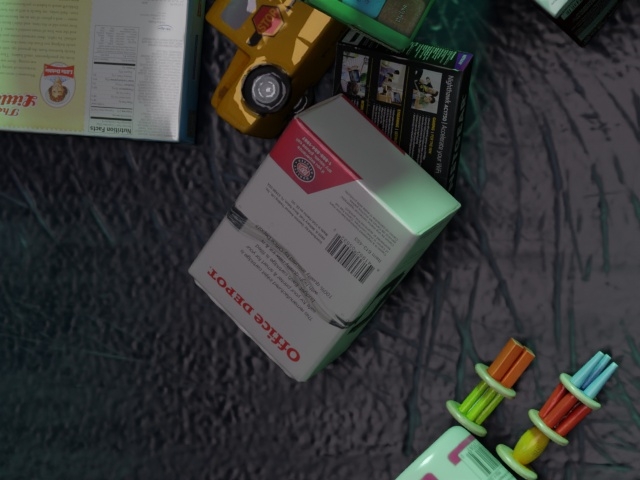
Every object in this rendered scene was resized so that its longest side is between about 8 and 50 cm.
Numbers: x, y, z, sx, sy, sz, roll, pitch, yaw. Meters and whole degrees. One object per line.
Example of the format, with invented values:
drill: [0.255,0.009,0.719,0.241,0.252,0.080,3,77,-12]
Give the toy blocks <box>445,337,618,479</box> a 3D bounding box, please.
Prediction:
toy blocks: [0.219,0.151,1.742,0.123,0.054,0.148,41,100,10]

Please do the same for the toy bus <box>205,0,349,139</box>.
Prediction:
toy bus: [-0.005,-0.267,1.768,0.130,0.108,0.333,39,100,11]

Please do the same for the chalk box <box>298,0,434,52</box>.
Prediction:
chalk box: [0.018,-0.297,1.538,0.179,0.289,0.180,24,98,-28]

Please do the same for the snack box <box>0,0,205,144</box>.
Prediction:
snack box: [-0.289,-0.208,1.869,0.321,0.060,0.187,5,92,15]

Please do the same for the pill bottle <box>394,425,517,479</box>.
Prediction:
pill bottle: [0.181,0.337,1.700,0.283,0.160,0.160,45,101,11]

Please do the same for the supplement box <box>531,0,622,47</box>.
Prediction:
supplement box: [0.216,-0.265,1.642,0.130,0.239,0.073,43,99,10]

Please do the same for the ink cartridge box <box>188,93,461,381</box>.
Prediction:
ink cartridge box: [0.000,0.000,1.732,0.172,0.100,0.237,44,126,10]

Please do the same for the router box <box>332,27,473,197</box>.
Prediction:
router box: [0.077,-0.116,1.742,0.133,0.046,0.179,15,124,14]
